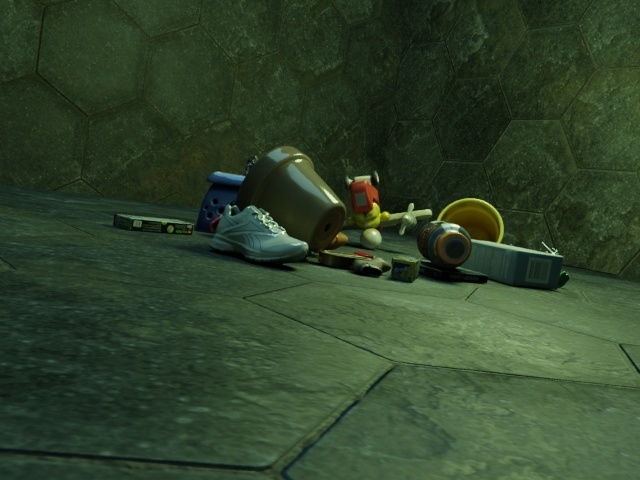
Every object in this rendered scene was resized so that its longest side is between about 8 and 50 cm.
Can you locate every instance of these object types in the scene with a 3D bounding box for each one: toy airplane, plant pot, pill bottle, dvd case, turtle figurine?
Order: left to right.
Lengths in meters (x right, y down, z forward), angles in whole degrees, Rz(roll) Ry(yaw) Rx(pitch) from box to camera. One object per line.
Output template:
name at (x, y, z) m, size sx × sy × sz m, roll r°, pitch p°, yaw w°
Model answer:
plant pot at (-0.304, -0.129, 2.135) m, size 0.235 × 0.212 × 0.236 m, roll 8°, pitch 3°, yaw -5°
plant pot at (-0.063, -0.089, 1.630) m, size 0.229 × 0.263 × 0.263 m, roll 36°, pitch 17°, yaw 27°
toy airplane at (0.201, -0.071, 2.462) m, size 0.384 × 0.273 × 0.386 m, roll 18°, pitch -37°, yaw -26°
dvd case at (0.351, 0.088, 1.790) m, size 0.179 × 0.030 × 0.238 m, roll 6°, pitch 4°, yaw -28°
pill bottle at (0.363, 0.012, 1.743) m, size 0.130 × 0.131 × 0.246 m, roll 9°, pitch 4°, yaw -1°
plant pot at (0.587, -0.009, 2.347) m, size 0.253 × 0.254 × 0.239 m, roll 10°, pitch -12°, yaw 20°
turtle figurine at (0.748, 0.086, 2.070) m, size 0.175 × 0.118 × 0.234 m, roll -1°, pitch 19°, yaw -6°

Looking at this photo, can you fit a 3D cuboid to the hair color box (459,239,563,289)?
hair color box at (0.589, 0.068, 1.988) m, size 0.185 × 0.114 × 0.374 m, roll 7°, pitch 5°, yaw -23°

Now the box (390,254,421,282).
box at (0.224, 0.071, 1.563) m, size 0.059 × 0.054 × 0.169 m, roll 10°, pitch 3°, yaw 14°

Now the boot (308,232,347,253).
boot at (0.000, 0.000, 1.903) m, size 0.220 × 0.109 × 0.283 m, roll 11°, pitch -5°, yaw -35°

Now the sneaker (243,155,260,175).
sneaker at (-0.238, -0.267, 2.159) m, size 0.071 × 0.077 × 0.178 m, roll 5°, pitch 6°, yaw -26°

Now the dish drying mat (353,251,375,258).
dish drying mat at (0.117, 0.040, 1.615) m, size 0.032 × 0.008 × 0.083 m, roll 7°, pitch 5°, yaw -18°

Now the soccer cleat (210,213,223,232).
soccer cleat at (-0.209, -0.028, 1.856) m, size 0.318 × 0.109 × 0.116 m, roll 15°, pitch 29°, yaw 42°

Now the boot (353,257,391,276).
boot at (0.138, 0.072, 1.520) m, size 0.118 × 0.042 × 0.087 m, roll 6°, pitch 11°, yaw -17°

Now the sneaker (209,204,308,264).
sneaker at (-0.152, -0.015, 1.445) m, size 0.297 × 0.129 × 0.111 m, roll 13°, pitch 4°, yaw 35°

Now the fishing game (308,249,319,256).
fishing game at (-0.114, 0.022, 1.655) m, size 0.189 × 0.041 × 0.264 m, roll 12°, pitch -3°, yaw 34°

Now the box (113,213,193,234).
box at (-0.501, -0.048, 1.807) m, size 0.207 × 0.036 × 0.114 m, roll 5°, pitch 5°, yaw -45°

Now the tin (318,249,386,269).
tin at (0.085, 0.056, 1.612) m, size 0.189 × 0.040 × 0.106 m, roll 8°, pitch 8°, yaw -19°
